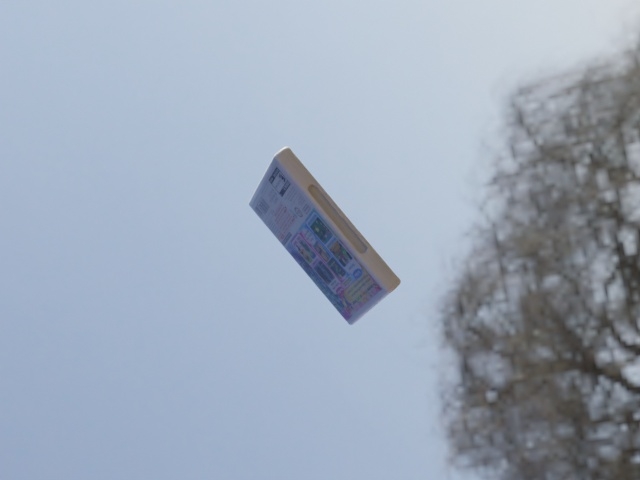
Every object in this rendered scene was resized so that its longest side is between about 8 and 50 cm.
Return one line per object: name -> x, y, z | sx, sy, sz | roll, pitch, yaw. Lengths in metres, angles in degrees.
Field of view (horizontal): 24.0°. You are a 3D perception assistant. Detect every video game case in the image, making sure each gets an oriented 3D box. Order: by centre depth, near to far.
video game case -> 0.000, 0.000, 1.261 | 0.143, 0.019, 0.157 | 50, 164, 3
